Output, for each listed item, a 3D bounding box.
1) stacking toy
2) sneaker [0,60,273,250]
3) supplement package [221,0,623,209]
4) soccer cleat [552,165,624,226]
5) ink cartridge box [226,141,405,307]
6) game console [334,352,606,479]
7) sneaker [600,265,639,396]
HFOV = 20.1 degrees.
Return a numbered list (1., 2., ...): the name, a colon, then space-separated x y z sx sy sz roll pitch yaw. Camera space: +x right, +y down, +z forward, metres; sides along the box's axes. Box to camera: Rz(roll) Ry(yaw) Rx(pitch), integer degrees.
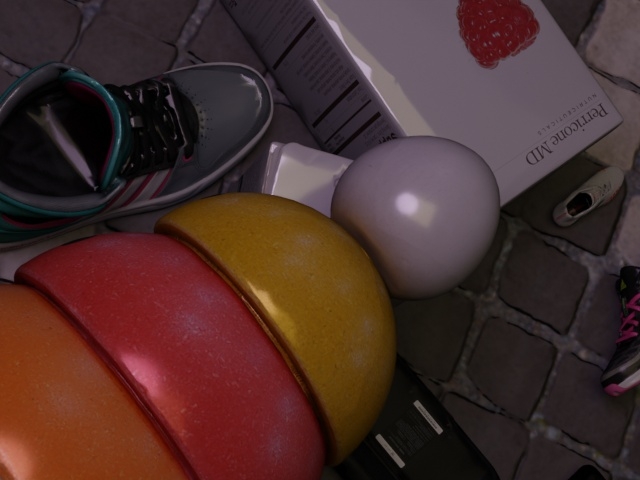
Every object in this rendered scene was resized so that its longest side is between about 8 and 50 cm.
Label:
1. stacking toy: -0.069 0.084 1.245 0.480 0.350 0.350 -36 89 -19
2. sneaker: -0.159 -0.089 1.443 0.295 0.178 0.124 -24 86 -18
3. supplement package: 0.080 -0.155 1.520 0.177 0.175 0.293 -35 89 -19
4. soccer cleat: 0.242 -0.040 1.612 0.083 0.035 0.029 -34 88 -18
5. ink cartridge box: 0.000 0.000 1.453 0.148 0.203 0.086 15 75 -11
6. game console: 0.125 0.224 1.526 0.213 0.044 0.361 -40 91 -20
7. sneaker: 0.284 0.061 1.589 0.075 0.063 0.170 40 67 -4
